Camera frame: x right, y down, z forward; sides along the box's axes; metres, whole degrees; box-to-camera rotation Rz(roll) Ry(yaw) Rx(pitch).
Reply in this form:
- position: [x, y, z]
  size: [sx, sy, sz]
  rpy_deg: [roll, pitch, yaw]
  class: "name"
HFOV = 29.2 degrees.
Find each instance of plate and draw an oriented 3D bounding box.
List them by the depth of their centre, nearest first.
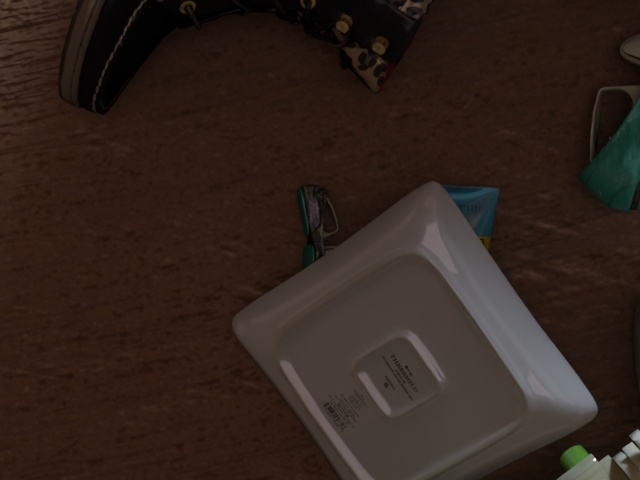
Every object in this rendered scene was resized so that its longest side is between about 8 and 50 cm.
- position: [0.080, 0.128, 1.199]
  size: [0.278, 0.045, 0.277]
  rpy_deg: [-35, 92, 24]
  class: "plate"

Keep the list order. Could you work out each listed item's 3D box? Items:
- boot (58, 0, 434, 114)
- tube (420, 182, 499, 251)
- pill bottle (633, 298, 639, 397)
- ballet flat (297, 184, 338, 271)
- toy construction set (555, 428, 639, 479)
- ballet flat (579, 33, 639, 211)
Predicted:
- position: [-0.052, -0.234, 1.189]
  size: [0.284, 0.138, 0.377]
  rpy_deg: [33, 88, -1]
  class: "boot"
- position: [0.134, 0.047, 1.242]
  size: [0.080, 0.052, 0.207]
  rpy_deg: [4, 89, -5]
  class: "tube"
- position: [0.459, 0.113, 1.180]
  size: [0.283, 0.160, 0.160]
  rpy_deg: [-5, 93, 1]
  class: "pill bottle"
- position: [0.000, 0.000, 1.244]
  size: [0.041, 0.041, 0.114]
  rpy_deg: [-4, 94, 1]
  class: "ballet flat"
- position: [0.212, 0.268, 1.162]
  size: [0.327, 0.215, 0.151]
  rpy_deg: [-26, 52, 12]
  class: "toy construction set"
- position: [0.324, -0.151, 1.212]
  size: [0.087, 0.083, 0.247]
  rpy_deg: [25, 91, 14]
  class: "ballet flat"
